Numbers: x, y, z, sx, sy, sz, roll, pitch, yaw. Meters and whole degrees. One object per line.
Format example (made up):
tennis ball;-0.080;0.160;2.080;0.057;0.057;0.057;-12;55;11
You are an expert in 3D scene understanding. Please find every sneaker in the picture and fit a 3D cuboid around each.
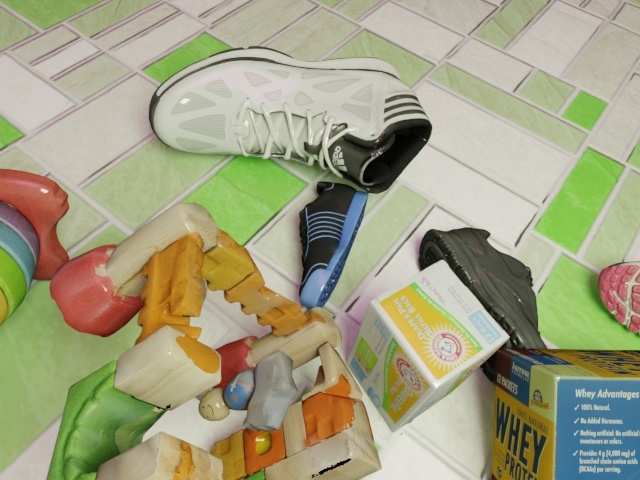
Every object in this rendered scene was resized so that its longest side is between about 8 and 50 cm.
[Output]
sneaker;-0.032;-0.184;0.771;0.448;0.169;0.257;-10;39;-14
sneaker;0.000;0.000;0.747;0.091;0.081;0.232;18;50;10
sneaker;0.561;0.087;0.730;0.300;0.120;0.112;11;27;3
sneaker;0.259;0.088;0.698;0.130;0.109;0.286;-13;62;-23

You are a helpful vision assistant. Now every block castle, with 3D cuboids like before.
block castle;-0.103;0.216;0.415;0.213;0.303;0.453;-32;40;17

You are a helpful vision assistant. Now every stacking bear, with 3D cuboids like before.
stacking bear;-0.417;0.062;0.549;0.165;0.175;0.288;13;38;-12

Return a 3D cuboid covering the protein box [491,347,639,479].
protein box;0.308;0.230;0.534;0.200;0.136;0.201;2;89;-4

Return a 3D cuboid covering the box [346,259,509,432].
box;0.114;0.133;0.590;0.103;0.203;0.114;-27;63;-21
